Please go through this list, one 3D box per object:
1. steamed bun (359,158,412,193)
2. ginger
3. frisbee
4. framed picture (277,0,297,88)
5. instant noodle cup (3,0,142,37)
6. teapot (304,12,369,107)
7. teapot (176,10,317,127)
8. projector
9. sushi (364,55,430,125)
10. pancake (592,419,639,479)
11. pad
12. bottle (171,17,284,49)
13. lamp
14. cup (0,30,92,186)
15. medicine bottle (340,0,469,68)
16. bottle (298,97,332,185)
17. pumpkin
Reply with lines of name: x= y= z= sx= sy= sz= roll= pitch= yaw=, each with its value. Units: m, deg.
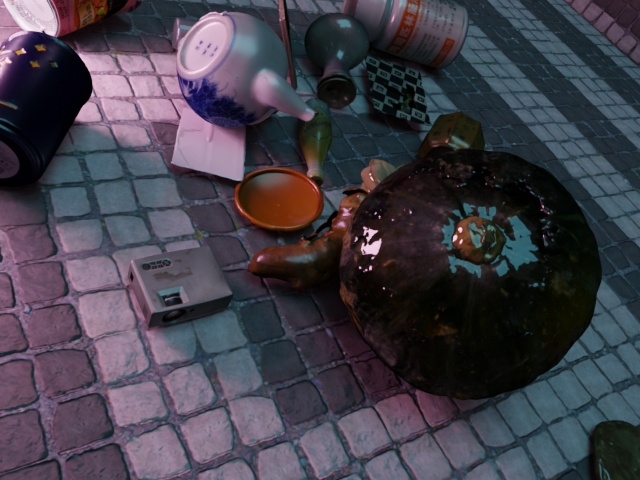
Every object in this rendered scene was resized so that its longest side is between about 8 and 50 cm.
steamed bun: x=0.169 y=-0.102 z=1.352 sx=0.178 sy=0.106 sz=0.192 roll=-28 pitch=75 yaw=-45
ginger: x=0.009 y=0.010 z=1.161 sx=0.309 sy=0.107 sz=0.133 roll=-39 pitch=104 yaw=-37
frisbee: x=-0.088 y=-0.084 z=1.246 sx=0.192 sy=0.035 sz=0.192 roll=5 pitch=47 yaw=-5
framed picture: x=-0.095 y=-0.584 z=1.588 sx=0.020 sy=0.211 sz=0.289 roll=-8 pitch=50 yaw=2
instant noodle cup: x=-0.583 y=-0.589 z=1.348 sx=0.244 sy=0.244 sz=0.255 roll=32 pitch=52 yaw=2
teapot: x=0.046 y=-0.492 z=1.605 sx=0.184 sy=0.183 sz=0.250 roll=11 pitch=57 yaw=-18
teapot: x=-0.180 y=-0.368 z=1.333 sx=0.424 sy=0.252 sz=0.280 roll=32 pitch=0 yaw=36
projector: x=-0.241 y=0.080 z=1.007 sx=0.147 sy=0.061 sz=0.115 roll=-12 pitch=56 yaw=-34
sushi: x=0.219 y=-0.423 z=1.709 sx=0.193 sy=0.043 sz=0.279 roll=12 pitch=47 yaw=-17
pancake: x=0.611 y=0.456 z=1.112 sx=0.223 sy=0.042 sz=0.236 roll=-1 pitch=48 yaw=-22
pad: x=-0.242 y=-0.219 z=1.304 sx=0.157 sy=0.004 sz=0.231 roll=13 pitch=41 yaw=-16
bottle: x=-0.241 y=-0.517 z=1.534 sx=0.286 sy=0.082 sz=0.082 roll=3 pitch=50 yaw=-25
lamp: x=0.346 y=-0.245 z=1.536 sx=0.161 sy=0.161 sz=0.185 roll=33 pitch=44 yaw=4
cup: x=-0.578 y=-0.222 z=1.077 sx=0.178 sy=0.255 sz=0.256 roll=48 pitch=34 yaw=-38
medicine bottle: x=0.263 y=-0.696 z=1.860 sx=0.372 sy=0.211 sz=0.210 roll=12 pitch=47 yaw=-18
bottle: x=-0.011 y=-0.233 z=1.392 sx=0.083 sy=0.083 sz=0.269 roll=12 pitch=48 yaw=-17
pumpkin: x=0.254 y=0.051 z=1.036 sx=0.455 sy=0.344 sz=0.453 roll=-5 pitch=67 yaw=13
